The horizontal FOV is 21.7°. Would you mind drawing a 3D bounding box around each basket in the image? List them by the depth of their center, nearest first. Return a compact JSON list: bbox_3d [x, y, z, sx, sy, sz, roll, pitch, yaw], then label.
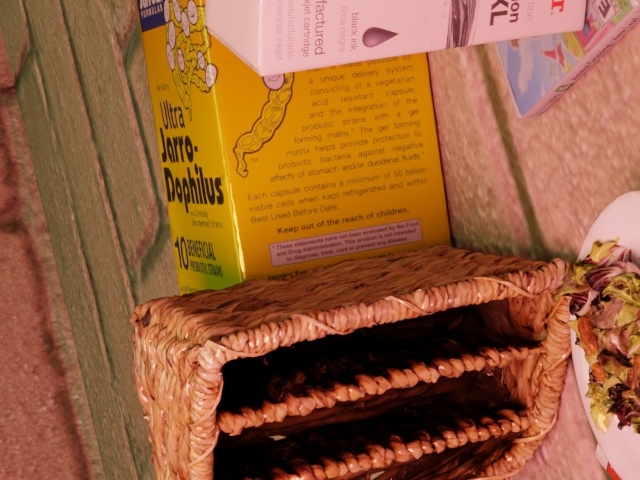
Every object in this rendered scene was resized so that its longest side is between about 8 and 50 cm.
[{"bbox_3d":[0.030,0.132,1.255,0.223,0.299,0.213,-169,70,-68],"label":"basket"}]

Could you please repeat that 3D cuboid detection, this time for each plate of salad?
[{"bbox_3d":[0.196,0.069,1.017,0.200,0.048,0.199,173,90,-68],"label":"plate of salad"}]

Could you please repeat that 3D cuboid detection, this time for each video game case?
[{"bbox_3d":[0.152,-0.217,1.162,0.193,0.023,0.212,132,125,-65],"label":"video game case"}]

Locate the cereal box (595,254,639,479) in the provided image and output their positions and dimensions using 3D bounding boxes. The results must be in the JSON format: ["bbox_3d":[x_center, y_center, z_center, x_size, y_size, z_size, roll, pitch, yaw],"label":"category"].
[{"bbox_3d":[0.256,0.137,1.021,0.240,0.047,0.173,-127,35,-50],"label":"cereal box"}]

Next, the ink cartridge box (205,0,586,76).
[{"bbox_3d":[0.053,-0.212,1.056,0.100,0.237,0.172,-135,41,-53],"label":"ink cartridge box"}]

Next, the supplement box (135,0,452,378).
[{"bbox_3d":[-0.023,-0.071,1.448,0.194,0.195,0.356,-176,77,-69],"label":"supplement box"}]
